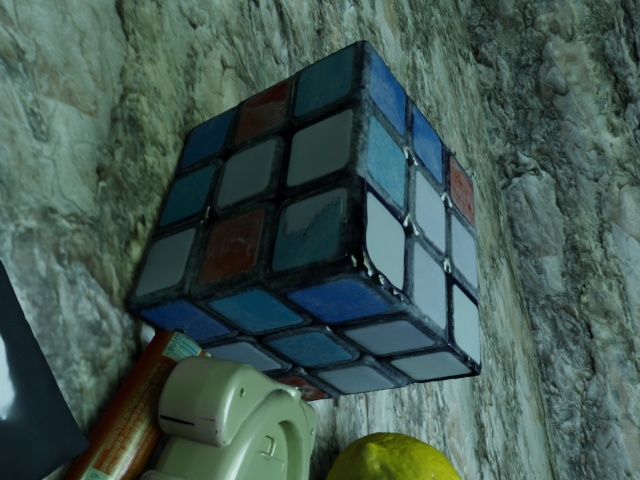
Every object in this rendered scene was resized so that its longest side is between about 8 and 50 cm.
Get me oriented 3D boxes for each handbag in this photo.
[{"bbox_3d":[-0.329,0.143,0.492,0.211,0.088,0.254,-37,120,-47],"label":"handbag"}]

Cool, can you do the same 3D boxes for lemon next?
[{"bbox_3d":[0.116,0.423,0.926,0.253,0.228,0.228,44,42,-30],"label":"lemon"}]

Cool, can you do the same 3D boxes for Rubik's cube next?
[{"bbox_3d":[0.000,0.000,0.835,0.362,0.358,0.363,38,44,-40],"label":"Rubik's cube"}]

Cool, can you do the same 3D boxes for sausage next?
[{"bbox_3d":[-0.219,0.219,0.654,0.083,0.083,0.264,55,38,-27],"label":"sausage"}]

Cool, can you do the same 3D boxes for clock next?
[{"bbox_3d":[-0.109,0.315,0.689,0.284,0.114,0.309,57,42,-57],"label":"clock"}]
